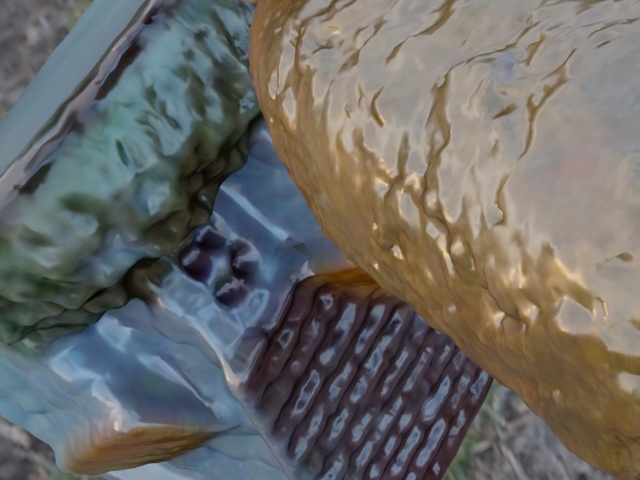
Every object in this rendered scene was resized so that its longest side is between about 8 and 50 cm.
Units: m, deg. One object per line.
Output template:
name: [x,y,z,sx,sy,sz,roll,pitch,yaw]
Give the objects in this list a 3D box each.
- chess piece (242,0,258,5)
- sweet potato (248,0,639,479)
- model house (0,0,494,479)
chess piece: [-0.138,-0.197,0.637,0.307,0.139,0.124,19,36,-5]
sweet potato: [0.075,-0.005,0.361,0.114,0.092,0.341,-11,28,-36]
model house: [0.000,0.000,1.027,0.297,0.339,0.360,-29,24,53]
